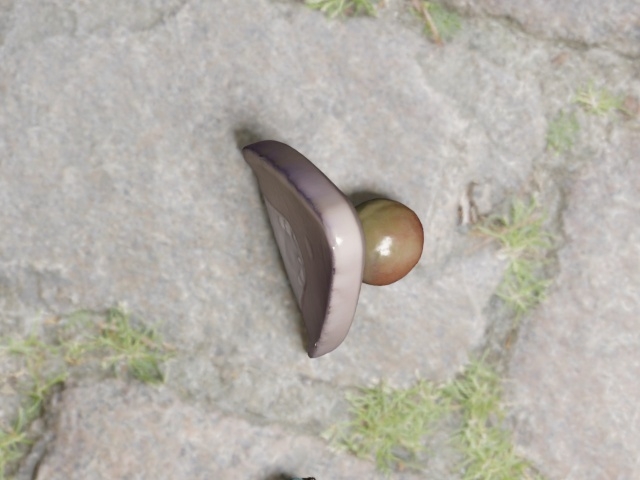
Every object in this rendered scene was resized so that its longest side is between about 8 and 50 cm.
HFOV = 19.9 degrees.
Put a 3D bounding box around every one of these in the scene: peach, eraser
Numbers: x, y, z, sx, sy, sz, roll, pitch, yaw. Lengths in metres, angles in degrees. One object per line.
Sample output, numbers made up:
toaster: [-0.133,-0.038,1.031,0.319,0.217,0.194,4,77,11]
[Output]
peach: [0.055,0.001,1.646,0.083,0.083,0.083,0,90,2]
eraser: [0.001,0.000,1.572,0.059,0.243,0.204,-17,91,-14]

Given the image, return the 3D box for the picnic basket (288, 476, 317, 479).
picnic basket: [-0.010,0.251,1.662,0.065,0.083,0.083,-34,127,-4]
